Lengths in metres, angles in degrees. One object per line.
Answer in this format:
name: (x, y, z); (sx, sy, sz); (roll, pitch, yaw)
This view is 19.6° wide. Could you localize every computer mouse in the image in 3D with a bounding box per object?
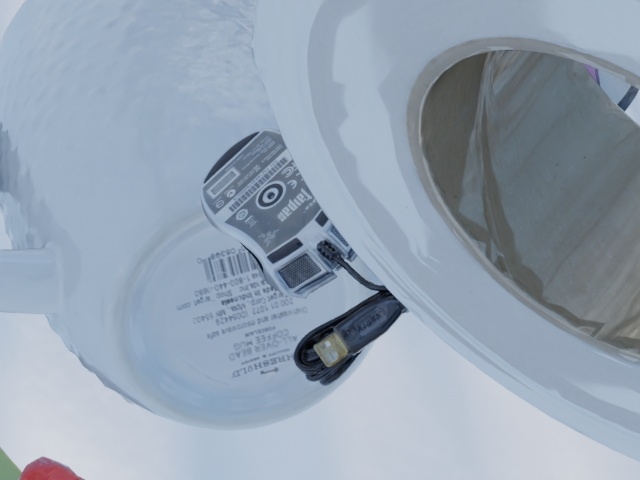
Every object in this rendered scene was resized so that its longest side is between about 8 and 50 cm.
computer mouse: (0.000, 0.000, 0.988); (0.042, 0.106, 0.193); (48, -1, -40)

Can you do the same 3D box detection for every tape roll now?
tape roll: (0.118, -0.039, 0.631); (0.286, 0.286, 0.100); (50, 60, -18)

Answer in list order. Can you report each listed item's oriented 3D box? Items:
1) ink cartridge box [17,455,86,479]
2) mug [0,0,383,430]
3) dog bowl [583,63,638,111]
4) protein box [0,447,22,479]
ink cartridge box: (-0.051, 0.179, 0.393); (0.181, 0.225, 0.056); (33, 13, -27)
mug: (-0.126, -0.026, 1.252); (0.328, 0.374, 0.276); (-115, -156, -59)
dog bowl: (0.082, -0.160, 1.731); (0.408, 0.408, 0.150); (-69, 140, -63)
protein box: (-0.372, 0.352, 1.940); (0.201, 0.136, 0.200); (-36, 74, -32)
